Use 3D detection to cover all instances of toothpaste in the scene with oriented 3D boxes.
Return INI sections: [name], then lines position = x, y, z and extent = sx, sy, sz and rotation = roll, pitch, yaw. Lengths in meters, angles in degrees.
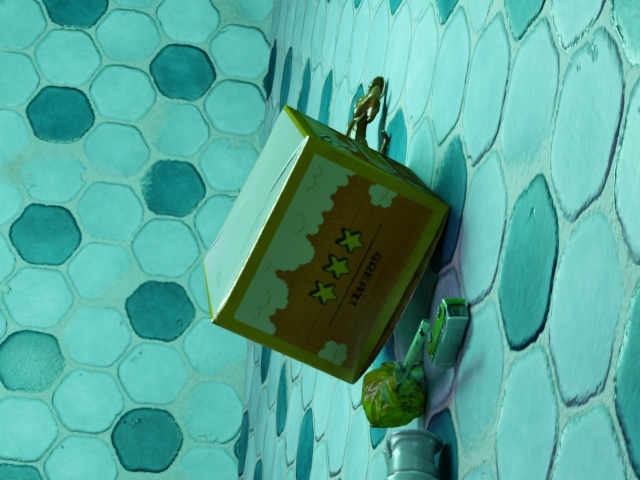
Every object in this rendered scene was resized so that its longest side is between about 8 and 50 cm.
[toothpaste]
position = 0.096, 0.348, 1.474
extent = 0.114, 0.073, 0.299
rotation = 74, -164, -54

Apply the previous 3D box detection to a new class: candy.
[candy]
position = 0.097, 0.148, 1.585
extent = 0.262, 0.077, 0.073
rotation = 104, 173, -62

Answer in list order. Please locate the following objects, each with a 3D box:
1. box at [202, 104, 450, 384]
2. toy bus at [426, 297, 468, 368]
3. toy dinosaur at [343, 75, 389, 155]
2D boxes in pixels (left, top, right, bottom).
[box]
position = 0.000, 0.000, 1.776
extent = 0.260, 0.213, 0.283
rotation = -61, 14, 9
[toy bus]
position = 0.141, 0.102, 1.539
extent = 0.037, 0.031, 0.083
rotation = -101, 18, -46
[toy dinosaur]
position = 0.041, -0.039, 2.059
extent = 0.208, 0.097, 0.432
rotation = -3, -76, -85
